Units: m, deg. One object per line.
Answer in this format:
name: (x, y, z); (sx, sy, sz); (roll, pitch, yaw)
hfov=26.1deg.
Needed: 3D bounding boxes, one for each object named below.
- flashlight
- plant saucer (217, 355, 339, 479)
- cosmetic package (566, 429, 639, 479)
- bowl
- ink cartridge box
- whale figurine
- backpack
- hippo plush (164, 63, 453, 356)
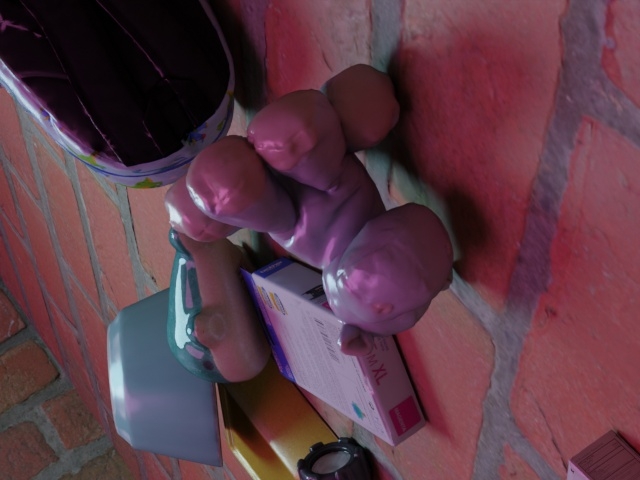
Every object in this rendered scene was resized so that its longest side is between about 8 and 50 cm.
flashlight: (0.056, 0.436, 2.020); (0.103, 0.103, 0.304); (-2, 120, 35)
plant saucer: (-0.066, 0.338, 2.225); (0.332, 0.081, 0.332); (49, 158, 32)
cosmetic package: (0.281, 0.292, 1.324); (0.099, 0.060, 0.239); (47, 157, 36)
bowl: (-0.248, 0.213, 2.191); (0.311, 0.163, 0.311); (174, 90, -86)
ink cartridge box: (0.008, 0.130, 1.772); (0.311, 0.065, 0.185); (20, 136, 58)
whale figurine: (-0.163, 0.073, 1.914); (0.216, 0.141, 0.272); (-70, -35, -54)
backpack: (-0.249, -0.232, 1.627); (0.355, 0.290, 0.273); (47, 166, 17)
hippo plush: (0.000, 0.000, 1.346); (0.236, 0.234, 0.294); (59, 160, 6)
